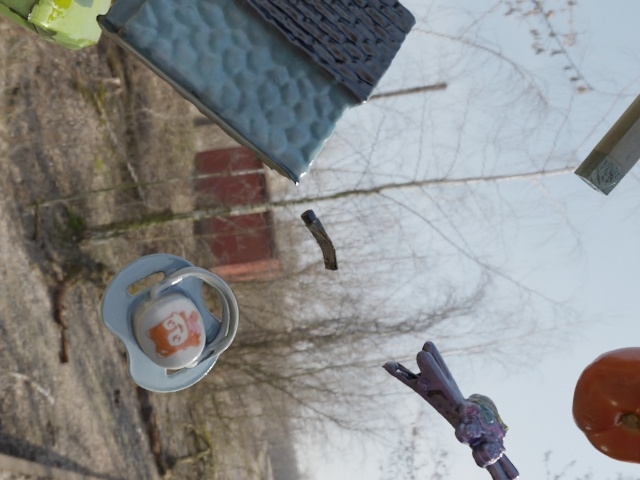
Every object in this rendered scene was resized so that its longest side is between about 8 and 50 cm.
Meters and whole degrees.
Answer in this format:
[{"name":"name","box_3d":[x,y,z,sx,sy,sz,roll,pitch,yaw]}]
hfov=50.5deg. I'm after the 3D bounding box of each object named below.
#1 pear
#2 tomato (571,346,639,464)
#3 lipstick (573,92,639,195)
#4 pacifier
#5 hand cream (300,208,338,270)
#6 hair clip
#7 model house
[{"name":"pear","box_3d":[-0.469,-0.470,1.126,0.238,0.342,0.318,-63,166,8]},{"name":"tomato","box_3d":[0.648,0.334,1.401,0.180,0.260,0.260,-35,125,-53]},{"name":"lipstick","box_3d":[0.647,-0.237,1.360,0.317,0.066,0.068,-52,-167,11]},{"name":"pacifier","box_3d":[-0.325,0.154,1.409,0.233,0.244,0.299,17,-50,54]},{"name":"hand cream","box_3d":[0.000,0.000,1.687,0.062,0.039,0.163,-1,-60,54]},{"name":"hair clip","box_3d":[0.223,0.276,1.094,0.278,0.090,0.137,44,24,15]},{"name":"model house","box_3d":[-0.081,-0.325,0.988,0.360,0.339,0.297,38,3,-14]}]
